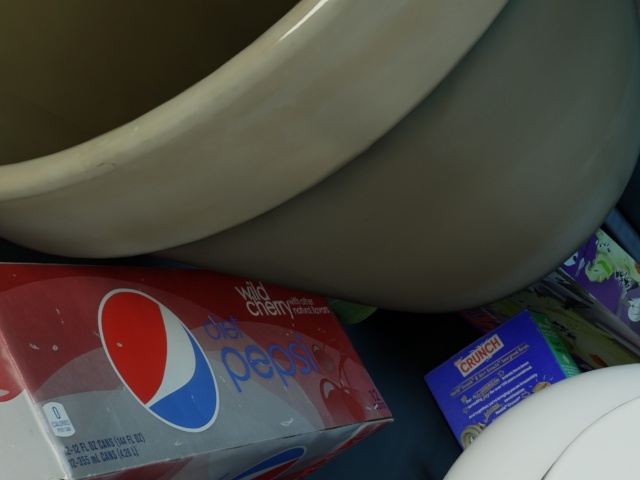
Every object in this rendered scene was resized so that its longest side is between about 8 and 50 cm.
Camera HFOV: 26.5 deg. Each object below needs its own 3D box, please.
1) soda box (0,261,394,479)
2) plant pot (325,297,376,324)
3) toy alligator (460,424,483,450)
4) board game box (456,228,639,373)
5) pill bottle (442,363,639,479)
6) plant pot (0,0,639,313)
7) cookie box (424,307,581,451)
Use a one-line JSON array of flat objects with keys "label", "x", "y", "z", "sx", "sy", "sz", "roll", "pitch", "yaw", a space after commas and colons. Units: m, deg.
[{"label": "soda box", "x": -0.073, "y": 0.068, "z": 0.580, "sx": 0.092, "sy": 0.083, "sz": 0.263, "roll": 60, "pitch": 22, "yaw": 16}, {"label": "plant pot", "x": 0.000, "y": 0.000, "z": 0.861, "sx": 0.079, "sy": 0.083, "sz": 0.083, "roll": 27, "pitch": 31, "yaw": -25}, {"label": "toy alligator", "x": 0.114, "y": 0.200, "z": 0.808, "sx": 0.051, "sy": 0.056, "sz": 0.189, "roll": -18, "pitch": 66, "yaw": -25}, {"label": "board game box", "x": 0.182, "y": 0.054, "z": 1.010, "sx": 0.347, "sy": 0.056, "sz": 0.208, "roll": 37, "pitch": -12, "yaw": -34}, {"label": "pill bottle", "x": 0.119, "y": 0.158, "z": 0.529, "sx": 0.181, "sy": 0.181, "sz": 0.323, "roll": 61, "pitch": -9, "yaw": 19}, {"label": "plant pot", "x": 0.002, "y": -0.108, "z": 0.577, "sx": 0.280, "sy": 0.323, "sz": 0.323, "roll": 36, "pitch": 26, "yaw": -49}, {"label": "cookie box", "x": 0.137, "y": 0.115, "z": 0.928, "sx": 0.040, "sy": 0.092, "sz": 0.107, "roll": 19, "pitch": 39, "yaw": -60}]
